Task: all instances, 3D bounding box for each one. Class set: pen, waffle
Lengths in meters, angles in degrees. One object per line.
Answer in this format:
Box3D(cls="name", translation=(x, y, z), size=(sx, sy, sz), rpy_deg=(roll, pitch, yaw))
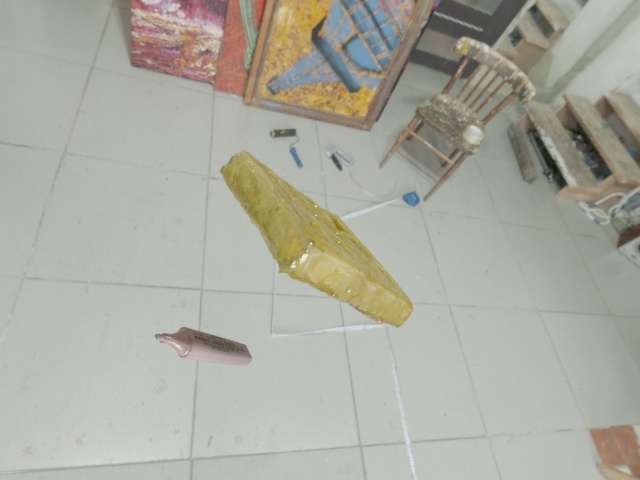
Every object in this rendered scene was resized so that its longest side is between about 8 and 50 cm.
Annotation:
Box3D(cls="pen", translation=(-0.190, 0.175, 0.667), size=(0.197, 0.032, 0.053), rpy_deg=(33, 17, -51))
Box3D(cls="waffle", translation=(0.000, 0.000, 0.535), size=(0.248, 0.055, 0.221), rpy_deg=(33, 13, -45))
